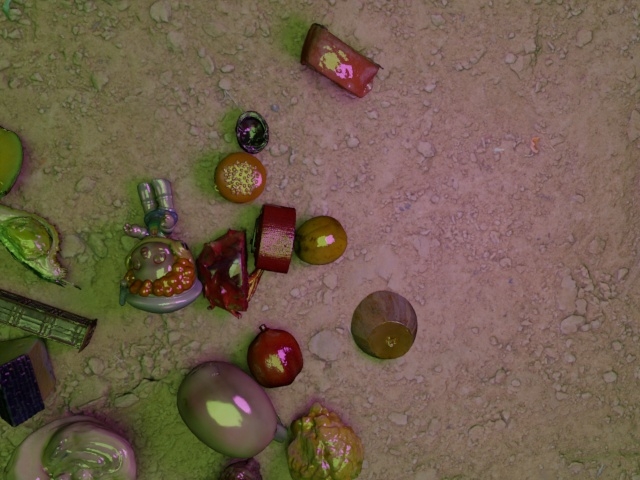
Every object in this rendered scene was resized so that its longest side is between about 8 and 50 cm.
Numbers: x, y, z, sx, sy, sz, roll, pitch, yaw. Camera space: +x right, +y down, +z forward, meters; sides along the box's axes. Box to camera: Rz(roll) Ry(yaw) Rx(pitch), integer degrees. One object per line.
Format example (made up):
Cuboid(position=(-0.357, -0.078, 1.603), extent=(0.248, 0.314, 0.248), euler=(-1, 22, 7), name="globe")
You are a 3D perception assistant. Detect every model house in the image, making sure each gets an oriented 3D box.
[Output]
Cuboid(position=(-0.845, 0.394, 1.555), extent=(0.170, 0.211, 0.193), euler=(-8, 106, -8), name="model house")

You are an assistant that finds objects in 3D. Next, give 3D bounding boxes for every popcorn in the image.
Cuboid(position=(0.017, 0.628, 1.717), extent=(0.212, 0.259, 0.259), euler=(30, 89, -34), name="popcorn")

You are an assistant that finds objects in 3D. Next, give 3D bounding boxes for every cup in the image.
Cuboid(position=(-0.145, 0.577, 1.769), extent=(0.083, 0.075, 0.054), euler=(30, 125, -12), name="cup")

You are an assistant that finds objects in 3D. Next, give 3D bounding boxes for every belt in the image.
Cuboid(position=(-0.142, -0.009, 1.681), extent=(0.124, 0.128, 0.200), euler=(9, 81, -10), name="belt")

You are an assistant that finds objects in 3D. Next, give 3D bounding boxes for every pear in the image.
Cuboid(position=(0.000, 0.000, 1.699), extent=(0.162, 0.149, 0.148), euler=(-21, 96, -14), name="pear")

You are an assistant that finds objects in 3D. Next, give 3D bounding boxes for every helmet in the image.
Cuboid(position=(-0.203, -0.312, 1.689), extent=(0.098, 0.070, 0.123), euler=(-7, 83, -15), name="helmet")

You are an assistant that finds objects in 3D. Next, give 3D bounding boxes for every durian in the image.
Cuboid(position=(-0.807, 0.000, 1.600), extent=(0.107, 0.132, 0.375), euler=(-42, 95, 21), name="durian")

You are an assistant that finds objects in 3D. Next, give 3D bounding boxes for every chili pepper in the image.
Cuboid(position=(-0.204, 0.119, 1.737), extent=(0.045, 0.027, 0.178), euler=(29, 89, -13), name="chili pepper")

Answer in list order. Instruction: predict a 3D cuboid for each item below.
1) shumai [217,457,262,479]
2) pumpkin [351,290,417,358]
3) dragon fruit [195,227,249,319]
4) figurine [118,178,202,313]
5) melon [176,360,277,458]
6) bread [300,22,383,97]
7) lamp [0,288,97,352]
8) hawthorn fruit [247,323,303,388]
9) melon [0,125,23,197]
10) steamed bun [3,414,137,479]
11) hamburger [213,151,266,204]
Cuboid(position=(-0.289, 0.794, 1.635), extent=(0.263, 0.314, 0.267), euler=(-15, 108, -3), name="shumai")
Cuboid(position=(0.211, 0.275, 1.774), extent=(0.218, 0.110, 0.217), euler=(-2, 99, -10), name="pumpkin")
Cuboid(position=(-0.294, 0.095, 1.661), extent=(0.161, 0.126, 0.274), euler=(-2, 84, 3), name="dragon fruit")
Cuboid(position=(-0.432, 0.017, 1.624), extent=(0.225, 0.205, 0.381), euler=(2, 79, 15), name="figurine")
Cuboid(position=(-0.269, 0.483, 1.648), extent=(0.317, 0.223, 0.223), euler=(42, 87, 1), name="melon")
Cuboid(position=(0.056, -0.515, 1.663), extent=(0.244, 0.190, 0.123), euler=(28, 102, -12), name="bread")
Cuboid(position=(-0.811, 0.217, 1.623), extent=(0.326, 0.089, 0.090), euler=(22, 91, -8), name="lamp")
Cuboid(position=(-0.143, 0.339, 1.696), extent=(0.169, 0.169, 0.188), euler=(-29, 98, -6), name="hawthorn fruit")
Cuboid(position=(-0.920, -0.236, 1.570), extent=(0.265, 0.129, 0.169), euler=(34, 66, -6), name="melon")
Cuboid(position=(-0.686, 0.631, 1.588), extent=(0.339, 0.247, 0.352), euler=(-1, 130, -19), name="steamed bun")
Cuboid(position=(-0.234, -0.180, 1.669), extent=(0.162, 0.115, 0.161), euler=(-1, 95, -8), name="hamburger")
